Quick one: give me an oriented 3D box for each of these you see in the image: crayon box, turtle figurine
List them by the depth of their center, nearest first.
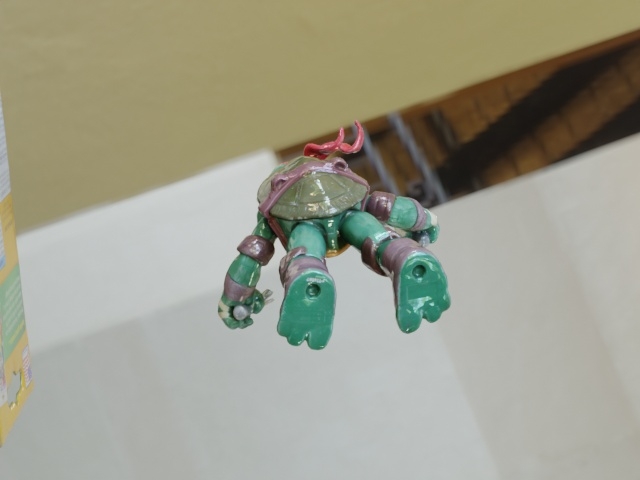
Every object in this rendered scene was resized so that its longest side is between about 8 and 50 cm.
[{"bbox_3d":[0.000,0.000,1.211,0.118,0.175,0.234,66,-5,-23],"label":"turtle figurine"},{"bbox_3d":[-0.332,0.009,1.566,0.203,0.083,0.323,-97,-179,-80],"label":"crayon box"}]
